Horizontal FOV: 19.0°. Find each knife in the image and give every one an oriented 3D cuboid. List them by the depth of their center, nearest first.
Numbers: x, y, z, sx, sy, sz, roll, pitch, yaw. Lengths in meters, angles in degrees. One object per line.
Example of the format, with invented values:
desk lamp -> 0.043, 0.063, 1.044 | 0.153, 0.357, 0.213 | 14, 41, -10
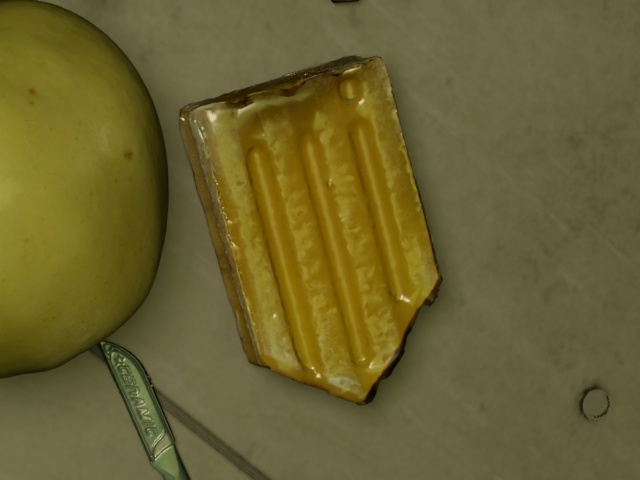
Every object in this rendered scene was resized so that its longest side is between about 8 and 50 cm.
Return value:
knife -> -0.122, 0.168, 1.497 | 0.028, 0.015, 0.210 | -23, 102, -8

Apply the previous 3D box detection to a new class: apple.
apple -> -0.233, -0.034, 1.322 | 0.262, 0.262, 0.262 | -2, 97, -17

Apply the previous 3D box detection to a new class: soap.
soap -> 0.000, 0.000, 1.481 | 0.160, 0.080, 0.257 | -17, 101, -13

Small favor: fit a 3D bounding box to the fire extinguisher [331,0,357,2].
fire extinguisher -> 0.004, -0.234, 1.487 | 0.046, 0.032, 0.100 | -3, 99, 17
